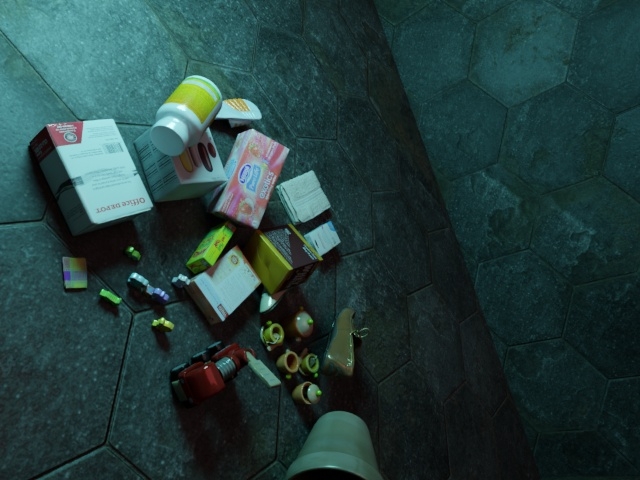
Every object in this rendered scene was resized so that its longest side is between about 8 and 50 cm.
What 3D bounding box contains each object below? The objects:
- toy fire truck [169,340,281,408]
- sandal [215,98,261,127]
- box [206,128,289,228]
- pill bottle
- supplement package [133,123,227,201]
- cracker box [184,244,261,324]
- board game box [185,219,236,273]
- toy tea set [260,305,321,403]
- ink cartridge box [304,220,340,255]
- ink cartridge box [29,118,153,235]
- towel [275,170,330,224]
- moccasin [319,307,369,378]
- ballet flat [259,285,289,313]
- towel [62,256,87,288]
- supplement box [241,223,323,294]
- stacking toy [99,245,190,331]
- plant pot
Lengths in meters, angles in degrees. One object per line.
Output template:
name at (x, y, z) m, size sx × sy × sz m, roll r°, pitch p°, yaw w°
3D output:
toy fire truck at (-0.257, 0.376, 1.360) m, size 0.217 × 0.246 × 0.159 m, roll -26°, pitch 93°, yaw -54°
sandal at (-0.353, -0.472, 1.822) m, size 0.265 × 0.076 × 0.102 m, roll -9°, pitch 64°, yaw -33°
box at (-0.246, -0.203, 1.636) m, size 0.154 × 0.142 × 0.300 m, roll 26°, pitch 80°, yaw -27°
pill bottle at (-0.389, -0.357, 1.401) m, size 0.136 × 0.136 × 0.246 m, roll 46°, pitch 41°, yaw -28°
supplement package at (-0.436, -0.248, 1.527) m, size 0.194 × 0.149 × 0.203 m, roll -16°, pitch 84°, yaw -54°
cracker box at (-0.310, 0.140, 1.564) m, size 0.156 × 0.067 × 0.232 m, roll 59°, pitch 36°, yaw -12°
board game box at (-0.348, 0.018, 1.554) m, size 0.043 × 0.092 × 0.181 m, roll 50°, pitch 40°, yaw -24°
toy tea set at (-0.063, 0.401, 1.699) m, size 0.200 × 0.124 × 0.336 m, roll -30°, pitch 97°, yaw -54°
ink cartridge box at (0.000, 0.000, 2.034) m, size 0.181 × 0.061 × 0.104 m, roll -33°, pitch 99°, yaw -54°
ink cartridge box at (-0.606, -0.170, 1.300) m, size 0.197 × 0.114 × 0.273 m, roll -28°, pitch 94°, yaw -55°
towel at (-0.066, -0.185, 2.055) m, size 0.282 × 0.049 × 0.187 m, roll -36°, pitch 102°, yaw -53°
moccasin at (0.100, 0.381, 1.838) m, size 0.146 × 0.139 × 0.380 m, roll 17°, pitch 19°, yaw 2°
ballet flat at (-0.161, 0.173, 1.732) m, size 0.086 × 0.086 × 0.248 m, roll 62°, pitch 30°, yaw -9°
towel at (-0.625, 0.082, 1.238) m, size 0.060 × 0.009 × 0.083 m, roll 5°, pitch 70°, yaw -52°
supplement box at (-0.137, 0.060, 1.713) m, size 0.191 × 0.129 × 0.194 m, roll 48°, pitch 32°, yaw 19°
stacking toy at (-0.481, 0.135, 1.360) m, size 0.221 × 0.052 × 0.167 m, roll 41°, pitch 44°, yaw -32°
plant pot at (0.054, 0.725, 1.575) m, size 0.323 × 0.323 × 0.280 m, roll 53°, pitch 22°, yaw -20°
